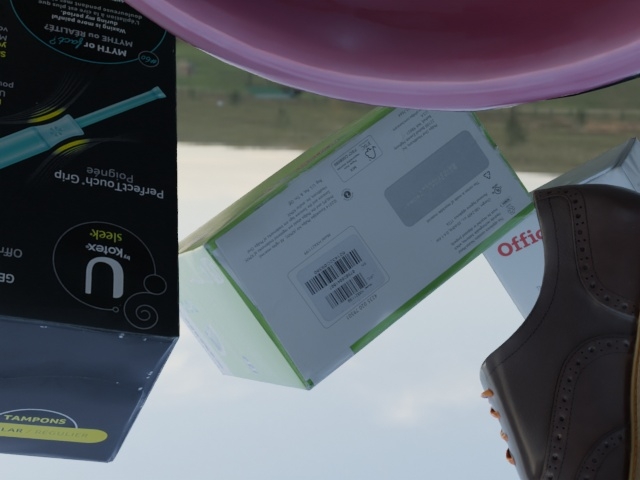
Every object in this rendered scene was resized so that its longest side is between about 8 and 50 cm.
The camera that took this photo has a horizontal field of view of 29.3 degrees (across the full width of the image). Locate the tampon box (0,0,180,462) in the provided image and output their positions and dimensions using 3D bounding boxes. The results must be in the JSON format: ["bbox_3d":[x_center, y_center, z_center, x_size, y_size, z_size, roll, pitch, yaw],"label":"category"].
[{"bbox_3d":[-0.124,-0.012,0.466,0.120,0.161,0.101,9,142,-20],"label":"tampon box"}]

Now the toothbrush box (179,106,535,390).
[{"bbox_3d":[0.000,0.000,0.921,0.206,0.122,0.283,-37,-173,-16],"label":"toothbrush box"}]

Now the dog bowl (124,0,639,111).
[{"bbox_3d":[0.040,-0.223,0.394,0.408,0.408,0.150,2,-152,12],"label":"dog bowl"}]

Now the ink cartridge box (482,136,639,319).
[{"bbox_3d":[0.237,0.035,0.983,0.140,0.190,0.082,-29,-173,33],"label":"ink cartridge box"}]

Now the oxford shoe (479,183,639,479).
[{"bbox_3d":[0.126,0.103,0.627,0.098,0.271,0.097,11,168,13],"label":"oxford shoe"}]
